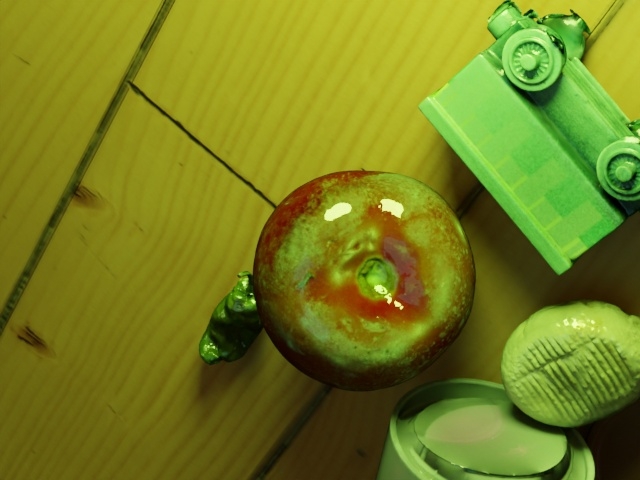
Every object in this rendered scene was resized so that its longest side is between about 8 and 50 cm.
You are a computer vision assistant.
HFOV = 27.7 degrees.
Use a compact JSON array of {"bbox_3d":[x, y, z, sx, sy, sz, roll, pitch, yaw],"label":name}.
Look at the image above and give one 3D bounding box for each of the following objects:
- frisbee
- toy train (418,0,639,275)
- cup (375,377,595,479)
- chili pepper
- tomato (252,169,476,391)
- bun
[{"bbox_3d":[0.446,0.291,1.596,0.251,0.021,0.250,11,114,26],"label":"frisbee"},{"bbox_3d":[0.263,-0.120,1.467,0.301,0.120,0.202,50,127,2],"label":"toy train"},{"bbox_3d":[0.176,0.376,1.645,0.253,0.253,0.371,25,123,18],"label":"cup"},{"bbox_3d":[-0.106,0.099,1.792,0.072,0.073,0.204,29,135,-5],"label":"chili pepper"},{"bbox_3d":[0.047,0.046,1.583,0.270,0.222,0.270,1,86,-9],"label":"tomato"},{"bbox_3d":[0.312,0.142,1.561,0.188,0.111,0.164,-33,104,27],"label":"bun"}]
